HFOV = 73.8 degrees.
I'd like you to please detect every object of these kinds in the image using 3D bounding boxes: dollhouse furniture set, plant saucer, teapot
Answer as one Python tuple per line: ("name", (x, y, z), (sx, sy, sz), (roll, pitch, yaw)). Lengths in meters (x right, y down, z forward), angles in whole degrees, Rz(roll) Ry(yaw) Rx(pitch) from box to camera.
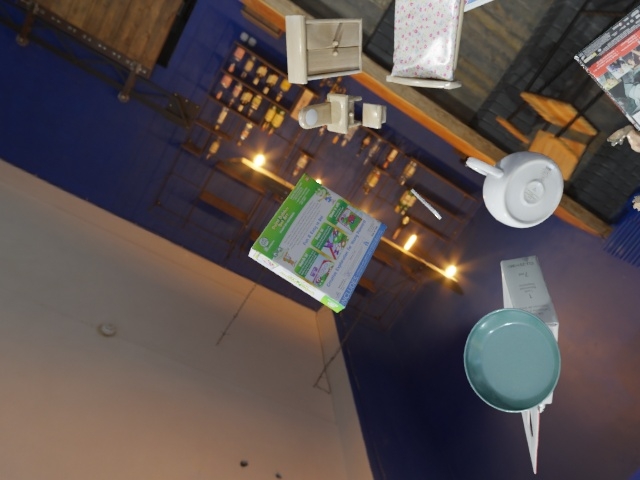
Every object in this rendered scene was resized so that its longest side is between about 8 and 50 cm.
("dollhouse furniture set", (0.120, -0.314, 0.743), (0.355, 0.304, 0.173), (24, -143, 39))
("plant saucer", (0.229, 0.142, 0.508), (0.021, 0.119, 0.119), (21, -162, -33))
("teapot", (0.614, -0.172, 1.359), (0.187, 0.252, 0.256), (-125, 18, -67))

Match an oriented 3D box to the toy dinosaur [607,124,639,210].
("toy dinosaur", (0.758, -0.191, 0.919), (0.200, 0.127, 0.296), (-18, -97, -25))

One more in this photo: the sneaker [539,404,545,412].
("sneaker", (0.553, 0.399, 1.143), (0.106, 0.078, 0.234), (6, 149, 23))

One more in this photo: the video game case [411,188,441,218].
("video game case", (0.380, -0.130, 1.531), (0.122, 0.011, 0.087), (52, -167, 31))

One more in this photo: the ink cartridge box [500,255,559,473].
("ink cartridge box", (0.342, 0.201, 0.675), (0.275, 0.060, 0.239), (63, -157, -43))

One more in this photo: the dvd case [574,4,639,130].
("dvd case", (0.377, -0.204, 0.500), (0.119, 0.087, 0.013), (57, -154, 13))

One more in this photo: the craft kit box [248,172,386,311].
("craft kit box", (0.000, 0.000, 1.009), (0.246, 0.250, 0.061), (35, 151, -4))

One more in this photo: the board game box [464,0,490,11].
("board game box", (0.415, -0.753, 1.020), (0.308, 0.086, 0.302), (-2, 135, 42))
